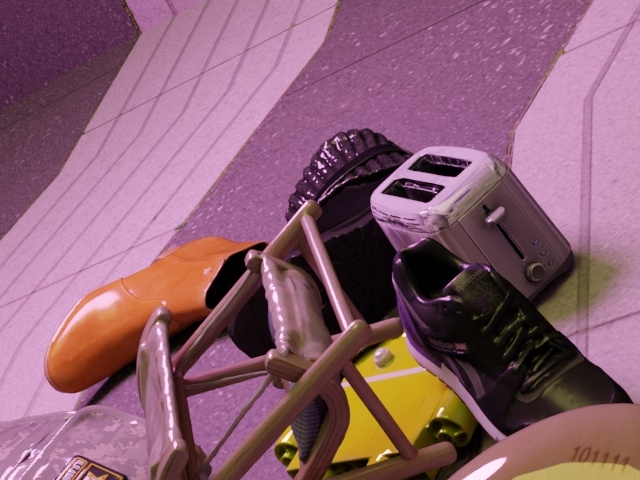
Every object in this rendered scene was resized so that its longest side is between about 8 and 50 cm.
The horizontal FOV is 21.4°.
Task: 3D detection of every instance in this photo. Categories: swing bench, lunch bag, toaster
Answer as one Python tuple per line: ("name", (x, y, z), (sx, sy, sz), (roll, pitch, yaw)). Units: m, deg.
("swing bench", (-0.051, 0.137, 1.440), (0.254, 0.165, 0.253), (-33, 25, 5))
("lunch bag", (-0.275, 0.296, 1.764), (0.287, 0.169, 0.235), (-10, 29, 36))
("toaster", (0.149, -0.012, 1.765), (0.129, 0.146, 0.227), (-41, 21, -13))

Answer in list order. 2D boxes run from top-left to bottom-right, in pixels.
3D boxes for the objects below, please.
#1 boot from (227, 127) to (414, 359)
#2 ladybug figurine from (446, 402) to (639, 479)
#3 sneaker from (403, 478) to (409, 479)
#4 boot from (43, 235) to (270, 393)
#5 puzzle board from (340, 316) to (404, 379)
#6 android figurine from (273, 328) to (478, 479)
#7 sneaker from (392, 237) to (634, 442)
("boot", (0.002, 0.003, 1.979), (0.348, 0.131, 0.260), (-32, 25, -18))
("ladybug figurine", (0.137, 0.314, 0.977), (0.305, 0.162, 0.449), (10, 61, 37))
("sneaker", (0.034, 0.263, 1.452), (0.121, 0.111, 0.300), (-36, 24, -26))
("boot", (-0.208, 0.090, 2.177), (0.295, 0.104, 0.211), (-43, 21, -28))
("puzzle board", (0.035, 0.123, 1.780), (0.128, 0.011, 0.096), (-38, -11, 0))
("android figurine", (0.069, 0.166, 1.646), (0.248, 0.056, 0.273), (-15, 31, 44))
("sneaker", (0.154, 0.091, 1.488), (0.107, 0.124, 0.283), (-38, 40, -19))
